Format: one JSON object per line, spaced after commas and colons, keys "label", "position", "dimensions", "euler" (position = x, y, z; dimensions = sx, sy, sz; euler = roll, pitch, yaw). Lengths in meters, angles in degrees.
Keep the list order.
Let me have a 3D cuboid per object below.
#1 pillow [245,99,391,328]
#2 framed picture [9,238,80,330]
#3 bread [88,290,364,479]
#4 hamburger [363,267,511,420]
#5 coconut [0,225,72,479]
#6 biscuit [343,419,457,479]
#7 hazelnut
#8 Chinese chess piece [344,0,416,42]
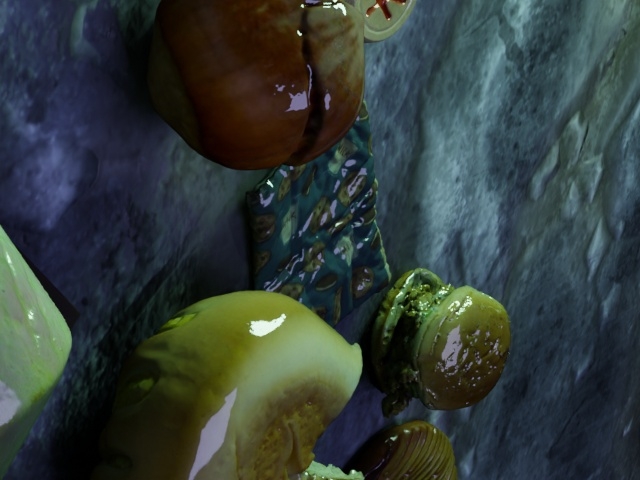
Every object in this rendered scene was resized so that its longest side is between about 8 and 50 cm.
{"label": "pillow", "position": [-0.001, 0.000, 1.549], "dimensions": [0.189, 0.034, 0.255], "euler": [-41, 141, -33]}
{"label": "framed picture", "position": [-0.269, 0.092, 1.207], "dimensions": [0.168, 0.023, 0.128], "euler": [-57, 147, -18]}
{"label": "bread", "position": [-0.093, 0.200, 1.409], "dimensions": [0.333, 0.160, 0.333], "euler": [-31, 131, -44]}
{"label": "hamburger", "position": [0.125, 0.125, 1.719], "dimensions": [0.185, 0.131, 0.159], "euler": [-53, 142, -16]}
{"label": "coconut", "position": [-0.276, 0.077, 1.023], "dimensions": [0.204, 0.236, 0.236], "euler": [-24, 144, 7]}
{"label": "biscuit", "position": [0.073, 0.369, 1.877], "dimensions": [0.318, 0.040, 0.318], "euler": [-35, 136, -41]}
{"label": "hazelnut", "position": [-0.052, -0.141, 1.263], "dimensions": [0.182, 0.182, 0.182], "euler": [-34, 135, -42]}
{"label": "Chinese chess piece", "position": [0.047, -0.246, 1.450], "dimensions": [0.122, 0.051, 0.122], "euler": [-35, 136, -42]}
